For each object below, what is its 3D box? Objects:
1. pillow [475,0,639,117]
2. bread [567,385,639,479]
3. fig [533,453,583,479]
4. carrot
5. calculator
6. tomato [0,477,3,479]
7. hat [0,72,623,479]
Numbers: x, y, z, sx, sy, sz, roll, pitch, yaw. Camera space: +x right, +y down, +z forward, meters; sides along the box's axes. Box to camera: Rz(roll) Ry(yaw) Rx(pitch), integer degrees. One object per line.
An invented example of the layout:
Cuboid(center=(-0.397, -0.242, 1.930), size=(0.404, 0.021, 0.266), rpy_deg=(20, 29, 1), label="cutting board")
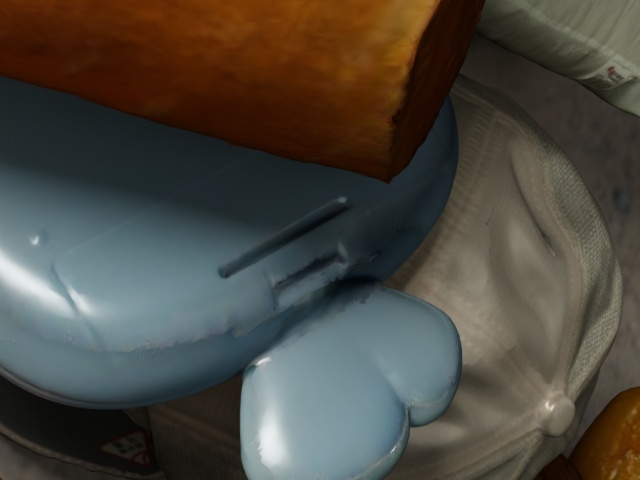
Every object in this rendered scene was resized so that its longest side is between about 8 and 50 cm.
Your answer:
Cuboid(center=(0.063, -0.152, 0.738), size=(0.254, 0.078, 0.144), rpy_deg=(27, 53, -40), label="pillow")
Cuboid(center=(0.214, 0.259, 0.935), size=(0.328, 0.148, 0.337), rpy_deg=(37, 77, -40), label="bread")
Cuboid(center=(0.081, 0.147, 0.763), size=(0.134, 0.201, 0.146), rpy_deg=(1, 94, -29), label="fig")
Cuboid(center=(-0.068, -0.138, 0.452), size=(0.331, 0.214, 0.193), rpy_deg=(21, 94, -14), label="carrot")
Cuboid(center=(-0.062, -0.055, 0.573), size=(0.188, 0.042, 0.302), rpy_deg=(-31, 76, -30), label="calculator")
Cuboid(center=(-0.186, 0.158, 0.518), size=(0.256, 0.224, 0.256), rpy_deg=(-15, 111, -42), label="tomato")
Cuboid(center=(-0.007, -0.005, 0.669), size=(0.275, 0.161, 0.232), rpy_deg=(43, 69, -23), label="hat")
